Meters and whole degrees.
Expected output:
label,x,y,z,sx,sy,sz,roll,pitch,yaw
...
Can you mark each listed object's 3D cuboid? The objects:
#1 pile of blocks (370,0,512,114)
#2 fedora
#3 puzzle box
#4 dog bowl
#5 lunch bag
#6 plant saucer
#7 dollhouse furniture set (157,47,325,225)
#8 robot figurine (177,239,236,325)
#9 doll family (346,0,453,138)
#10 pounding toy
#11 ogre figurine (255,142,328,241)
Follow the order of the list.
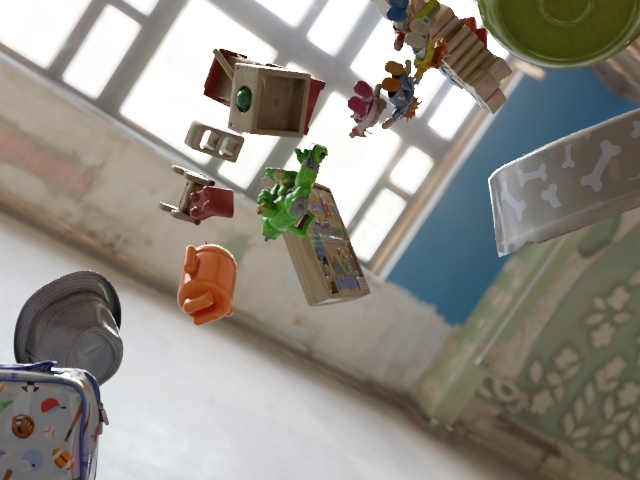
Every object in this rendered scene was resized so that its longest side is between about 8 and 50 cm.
label,x,y,z,sx,sy,sz,roll,pitch,yaw
pile of blocks,0.253,-0.417,2.023,0.362,0.112,0.149,44,-1,-4
fedora,-0.487,0.210,2.040,0.243,0.275,0.124,-22,47,-36
puzzle box,0.000,0.000,2.121,0.409,0.052,0.272,5,63,-77
dog bowl,0.362,-0.084,1.212,0.349,0.348,0.102,3,68,-79
lunch bag,-0.498,0.309,1.627,0.303,0.243,0.115,2,2,2
plant saucer,0.323,-0.320,1.320,0.241,0.241,0.037,32,41,-16
dollhouse furniture set,-0.165,-0.191,2.063,0.152,0.374,0.201,15,10,-41
robot figurine,-0.258,0.098,2.312,0.158,0.128,0.219,21,36,-14
doll family,0.144,-0.277,1.702,0.118,0.263,0.163,23,-3,14
pounding toy,-0.105,-0.246,1.685,0.141,0.130,0.100,0,13,-40
ogre figurine,-0.048,-0.072,1.630,0.197,0.118,0.097,-16,-40,43
